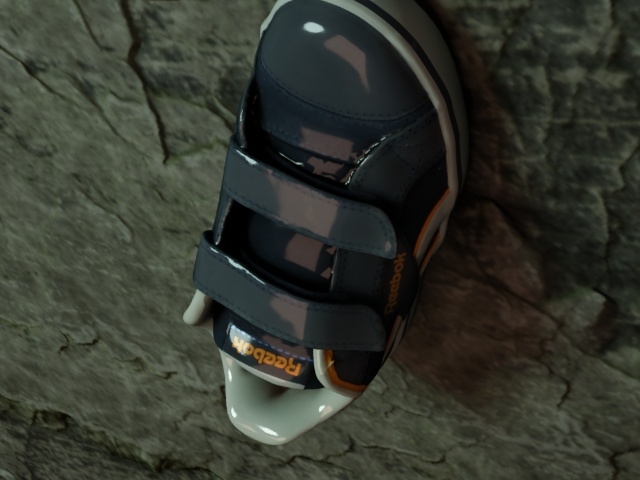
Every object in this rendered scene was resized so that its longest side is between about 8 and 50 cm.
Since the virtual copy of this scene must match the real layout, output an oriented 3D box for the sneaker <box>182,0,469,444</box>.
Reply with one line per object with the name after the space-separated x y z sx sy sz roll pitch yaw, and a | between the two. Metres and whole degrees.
0.000 0.000 0.985 0.126 0.127 0.321 25 145 19 | sneaker
